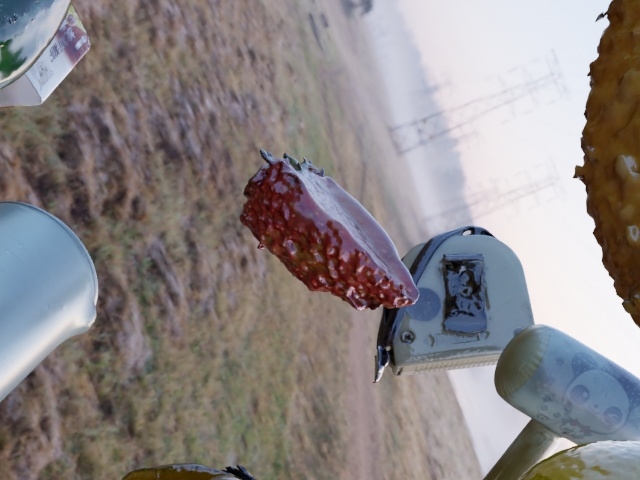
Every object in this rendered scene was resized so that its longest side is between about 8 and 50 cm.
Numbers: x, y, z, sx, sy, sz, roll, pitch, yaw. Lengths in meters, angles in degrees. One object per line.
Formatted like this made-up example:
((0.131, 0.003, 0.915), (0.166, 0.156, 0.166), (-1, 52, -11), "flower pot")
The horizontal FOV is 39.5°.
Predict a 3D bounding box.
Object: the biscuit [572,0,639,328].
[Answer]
((0.187, -0.051, 0.293), (0.035, 0.254, 0.254), (7, 51, -35), "biscuit")

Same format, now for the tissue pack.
((-0.416, -0.266, 1.267), (0.099, 0.106, 0.148), (64, 35, -37), "tissue pack")

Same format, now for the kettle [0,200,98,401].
((-0.440, 0.092, 0.999), (0.318, 0.265, 0.205), (-53, 149, -57), "kettle")

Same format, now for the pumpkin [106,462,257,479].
((-0.198, 0.389, 1.061), (0.320, 0.321, 0.192), (-54, 134, -82), "pumpkin")

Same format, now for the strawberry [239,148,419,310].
((0.008, 0.002, 0.994), (0.228, 0.098, 0.174), (43, 15, 4), "strawberry")

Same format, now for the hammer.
((0.258, 0.259, 1.105), (0.202, 0.305, 0.113), (31, 21, -4), "hammer")

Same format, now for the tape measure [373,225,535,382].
((0.200, 0.096, 1.462), (0.133, 0.271, 0.231), (80, 1, -71), "tape measure")

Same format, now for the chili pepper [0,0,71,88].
((-0.391, -0.257, 0.882), (0.256, 0.249, 0.233), (-54, 143, -42), "chili pepper")

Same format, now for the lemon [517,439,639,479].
((0.222, 0.236, 0.631), (0.187, 0.244, 0.186), (3, 85, -41), "lemon")
